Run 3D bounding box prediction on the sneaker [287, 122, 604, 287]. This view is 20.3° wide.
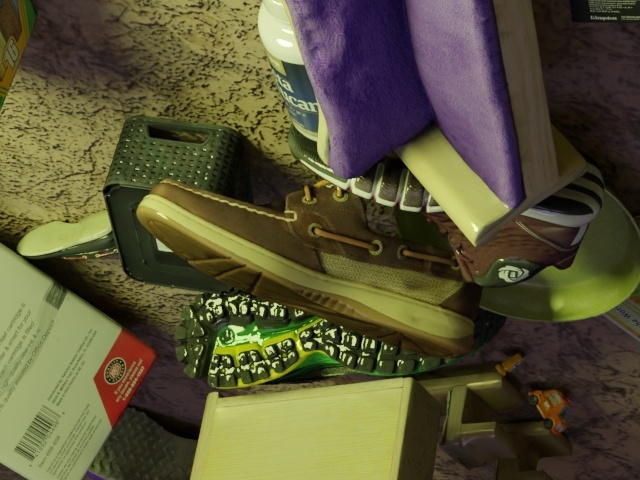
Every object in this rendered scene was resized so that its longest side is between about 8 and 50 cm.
[{"bbox_3d":[0.104,-0.025,1.600,0.281,0.106,0.162,16,143,10],"label":"sneaker"}]

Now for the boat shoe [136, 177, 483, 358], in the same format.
[{"bbox_3d":[0.000,0.000,1.656,0.342,0.123,0.123,21,167,-13],"label":"boat shoe"}]

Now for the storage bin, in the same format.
[{"bbox_3d":[-0.136,-0.032,1.757,0.122,0.084,0.180,8,147,8],"label":"storage bin"}]

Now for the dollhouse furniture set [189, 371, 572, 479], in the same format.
[{"bbox_3d":[0.069,0.317,1.947,0.256,0.362,0.394,-8,146,31],"label":"dollhouse furniture set"}]

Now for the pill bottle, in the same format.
[{"bbox_3d":[0.001,-0.165,1.487,0.094,0.094,0.169,2,146,17],"label":"pill bottle"}]

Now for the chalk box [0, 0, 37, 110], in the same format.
[{"bbox_3d":[-0.344,-0.214,1.503,0.132,0.132,0.213,5,146,14],"label":"chalk box"}]

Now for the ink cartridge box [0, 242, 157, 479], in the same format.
[{"bbox_3d":[-0.346,0.130,1.958,0.273,0.197,0.114,40,165,-36],"label":"ink cartridge box"}]

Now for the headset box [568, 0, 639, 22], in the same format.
[{"bbox_3d":[0.266,-0.279,1.197,0.218,0.110,0.293,2,147,17],"label":"headset box"}]

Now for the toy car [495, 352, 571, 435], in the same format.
[{"bbox_3d":[0.242,0.168,1.965,0.040,0.060,0.122,-35,140,10],"label":"toy car"}]

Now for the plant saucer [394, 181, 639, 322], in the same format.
[{"bbox_3d":[0.190,-0.013,1.686,0.241,0.037,0.241,13,142,11],"label":"plant saucer"}]

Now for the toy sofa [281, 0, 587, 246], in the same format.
[{"bbox_3d":[0.079,-0.152,1.358,0.177,0.150,0.362,-32,144,-10],"label":"toy sofa"}]

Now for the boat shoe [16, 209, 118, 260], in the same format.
[{"bbox_3d":[-0.262,0.003,1.889,0.133,0.049,0.042,-11,133,27],"label":"boat shoe"}]

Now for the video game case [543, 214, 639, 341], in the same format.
[{"bbox_3d":[0.363,0.043,1.750,0.227,0.026,0.206,34,143,-31],"label":"video game case"}]

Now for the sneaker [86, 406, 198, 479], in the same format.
[{"bbox_3d":[-0.201,0.301,2.285,0.293,0.102,0.146,16,149,-6],"label":"sneaker"}]

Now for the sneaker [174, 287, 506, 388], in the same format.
[{"bbox_3d":[0.029,0.079,1.864,0.343,0.134,0.146,-7,174,20],"label":"sneaker"}]
